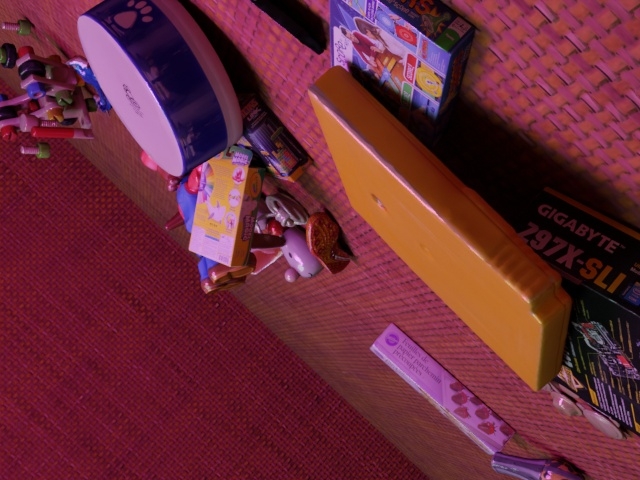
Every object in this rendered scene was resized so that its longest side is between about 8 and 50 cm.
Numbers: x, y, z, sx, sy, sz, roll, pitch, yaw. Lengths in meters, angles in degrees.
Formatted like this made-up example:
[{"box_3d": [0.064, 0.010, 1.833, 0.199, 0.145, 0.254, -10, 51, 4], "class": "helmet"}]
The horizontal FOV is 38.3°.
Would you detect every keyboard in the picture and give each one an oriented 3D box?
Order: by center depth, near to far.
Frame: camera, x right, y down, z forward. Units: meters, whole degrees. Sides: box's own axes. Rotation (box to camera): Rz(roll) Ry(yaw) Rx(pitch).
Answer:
[{"box_3d": [-0.070, -0.275, 0.983, 0.192, 0.038, 0.100, 40, -169, 9], "class": "keyboard"}]

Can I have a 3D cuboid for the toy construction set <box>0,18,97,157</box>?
[{"box_3d": [-0.596, -0.313, 2.117, 0.237, 0.257, 0.309, -2, -138, -38], "class": "toy construction set"}]

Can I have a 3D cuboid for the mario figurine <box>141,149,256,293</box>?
[{"box_3d": [-0.177, -0.085, 1.567, 0.170, 0.198, 0.320, -4, -110, -57], "class": "mario figurine"}]

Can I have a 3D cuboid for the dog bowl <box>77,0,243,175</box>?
[{"box_3d": [-0.228, -0.226, 1.307, 0.265, 0.104, 0.265, 47, 160, 22], "class": "dog bowl"}]

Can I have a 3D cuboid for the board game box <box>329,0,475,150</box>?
[{"box_3d": [0.068, -0.173, 0.858, 0.136, 0.035, 0.201, 40, 167, 12], "class": "board game box"}]

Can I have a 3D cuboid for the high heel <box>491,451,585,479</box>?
[{"box_3d": [0.465, 0.487, 1.762, 0.186, 0.093, 0.261, 1, 149, 48], "class": "high heel"}]

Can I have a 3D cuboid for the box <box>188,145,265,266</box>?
[{"box_3d": [-0.144, -0.059, 1.420, 0.105, 0.179, 0.043, 20, -165, 39], "class": "box"}]

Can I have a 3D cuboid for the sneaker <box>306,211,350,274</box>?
[{"box_3d": [0.000, 0.000, 1.589, 0.067, 0.064, 0.175, 47, 168, 29], "class": "sneaker"}]

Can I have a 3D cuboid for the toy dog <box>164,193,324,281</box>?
[{"box_3d": [-0.163, -0.021, 1.751, 0.334, 0.161, 0.220, 31, 165, 31], "class": "toy dog"}]

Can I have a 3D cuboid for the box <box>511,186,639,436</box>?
[{"box_3d": [0.328, 0.113, 0.917, 0.257, 0.079, 0.322, 36, 166, 37], "class": "box"}]

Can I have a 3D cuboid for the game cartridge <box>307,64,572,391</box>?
[{"box_3d": [0.128, -0.003, 0.955, 0.323, 0.053, 0.285, 46, 173, 24], "class": "game cartridge"}]

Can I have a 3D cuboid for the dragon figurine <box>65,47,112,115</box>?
[{"box_3d": [-0.398, -0.305, 1.735, 0.144, 0.085, 0.289, 47, 167, -20], "class": "dragon figurine"}]

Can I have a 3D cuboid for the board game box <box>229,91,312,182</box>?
[{"box_3d": [-0.103, -0.160, 1.402, 0.141, 0.048, 0.170, 47, 167, -25], "class": "board game box"}]

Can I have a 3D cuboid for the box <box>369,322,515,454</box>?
[{"box_3d": [0.239, 0.296, 1.830, 0.324, 0.063, 0.067, 42, 166, 5], "class": "box"}]

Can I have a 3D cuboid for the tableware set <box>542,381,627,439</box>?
[{"box_3d": [0.360, 0.226, 1.330, 0.141, 0.020, 0.169, 46, 166, -24], "class": "tableware set"}]
